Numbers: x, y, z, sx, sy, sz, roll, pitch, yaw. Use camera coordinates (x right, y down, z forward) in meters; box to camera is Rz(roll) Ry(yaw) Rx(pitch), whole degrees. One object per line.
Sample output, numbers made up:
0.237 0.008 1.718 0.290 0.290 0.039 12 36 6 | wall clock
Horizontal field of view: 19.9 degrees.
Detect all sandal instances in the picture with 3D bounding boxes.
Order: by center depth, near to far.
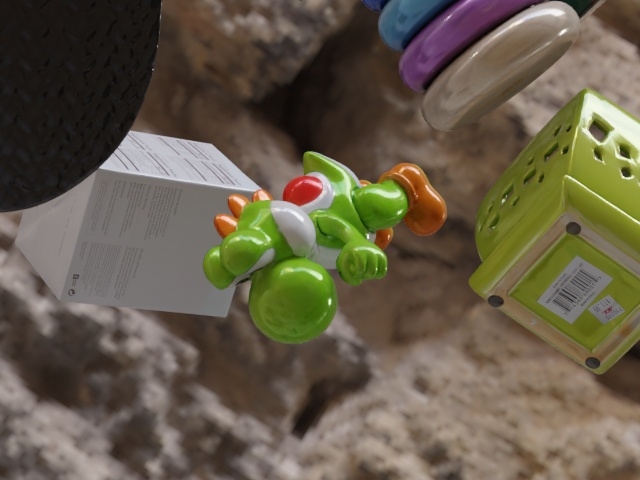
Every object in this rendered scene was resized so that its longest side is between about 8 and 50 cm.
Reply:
-0.192 -0.238 1.393 0.168 0.445 0.107 12 6 -11 | sandal

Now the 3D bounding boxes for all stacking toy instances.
0.052 -0.250 1.406 0.330 0.141 0.141 54 -19 7 | stacking toy

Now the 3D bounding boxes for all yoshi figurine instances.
0.005 0.027 2.299 0.203 0.362 0.203 29 -59 29 | yoshi figurine

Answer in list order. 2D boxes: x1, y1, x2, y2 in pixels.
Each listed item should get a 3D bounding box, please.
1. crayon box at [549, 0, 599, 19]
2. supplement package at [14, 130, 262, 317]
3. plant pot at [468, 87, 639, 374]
0.208 -0.382 2.156 0.318 0.081 0.202 48 12 1 | crayon box
-0.256 -0.031 2.561 0.263 0.199 0.198 8 20 -32 | supplement package
0.312 0.003 2.098 0.227 0.207 0.228 34 -53 -7 | plant pot
